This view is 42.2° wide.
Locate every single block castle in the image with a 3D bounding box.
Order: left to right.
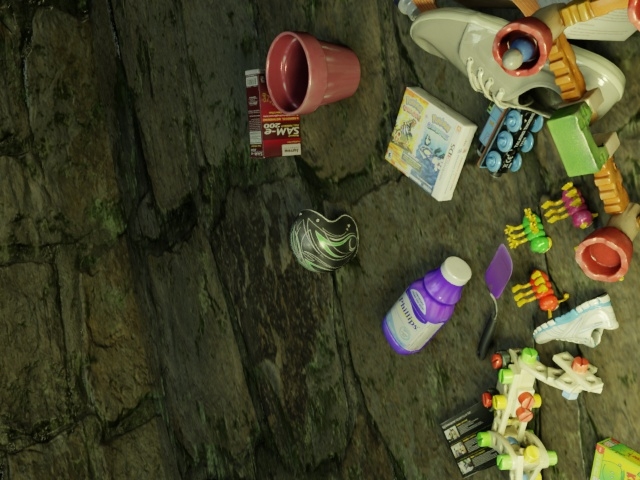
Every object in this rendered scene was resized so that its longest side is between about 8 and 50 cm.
[{"bbox_3d":[0.476,-0.159,1.232,0.303,0.213,0.453,-9,115,44],"label":"block castle"}]

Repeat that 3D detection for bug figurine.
[{"bbox_3d":[0.463,0.014,1.570,0.279,0.072,0.216,-46,54,54],"label":"bug figurine"}]

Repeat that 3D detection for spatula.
[{"bbox_3d":[0.360,0.144,1.737,0.084,0.030,0.296,-104,12,-52],"label":"spatula"}]

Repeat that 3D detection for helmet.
[{"bbox_3d":[0.000,0.000,2.139,0.169,0.162,0.169,16,110,52],"label":"helmet"}]

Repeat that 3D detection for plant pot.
[{"bbox_3d":[-0.010,-0.414,2.049,0.201,0.180,0.201,17,111,52],"label":"plant pot"}]

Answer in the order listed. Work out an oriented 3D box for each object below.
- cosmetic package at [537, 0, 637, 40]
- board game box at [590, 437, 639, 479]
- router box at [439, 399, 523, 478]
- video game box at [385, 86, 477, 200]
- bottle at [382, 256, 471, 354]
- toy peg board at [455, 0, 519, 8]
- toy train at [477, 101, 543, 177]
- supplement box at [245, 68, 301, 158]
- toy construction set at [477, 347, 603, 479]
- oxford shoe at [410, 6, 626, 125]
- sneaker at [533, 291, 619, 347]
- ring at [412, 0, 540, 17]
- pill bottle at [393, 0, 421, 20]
[{"bbox_3d":[0.520,-0.477,1.278,0.365,0.197,0.155,-43,62,48],"label":"cosmetic package"},{"bbox_3d":[0.586,0.446,1.513,0.181,0.043,0.092,26,117,50],"label":"board game box"},{"bbox_3d":[0.354,0.436,1.835,0.179,0.046,0.133,-46,60,48],"label":"router box"},{"bbox_3d":[0.242,-0.218,1.853,0.205,0.048,0.187,44,128,41],"label":"video game box"},{"bbox_3d":[0.244,0.146,1.888,0.118,0.092,0.282,62,141,27],"label":"bottle"},{"bbox_3d":[0.302,-0.518,1.620,0.161,0.161,0.079,22,98,52],"label":"toy peg board"},{"bbox_3d":[0.371,-0.216,1.650,0.105,0.080,0.184,62,143,40],"label":"toy train"},{"bbox_3d":[-0.129,-0.349,2.274,0.073,0.130,0.239,8,104,53],"label":"supplement box"},{"bbox_3d":[0.414,0.338,1.640,0.215,0.151,0.327,-108,36,-58],"label":"toy construction set"},{"bbox_3d":[0.335,-0.320,1.539,0.449,0.169,0.130,30,87,34],"label":"oxford shoe"},{"bbox_3d":[0.485,0.173,1.578,0.191,0.071,0.082,-42,69,50],"label":"sneaker"},{"bbox_3d":[0.301,-0.435,1.541,0.337,0.337,0.032,23,79,50],"label":"ring"},{"bbox_3d":[0.192,-0.544,1.834,0.120,0.067,0.067,62,141,25],"label":"pill bottle"}]
